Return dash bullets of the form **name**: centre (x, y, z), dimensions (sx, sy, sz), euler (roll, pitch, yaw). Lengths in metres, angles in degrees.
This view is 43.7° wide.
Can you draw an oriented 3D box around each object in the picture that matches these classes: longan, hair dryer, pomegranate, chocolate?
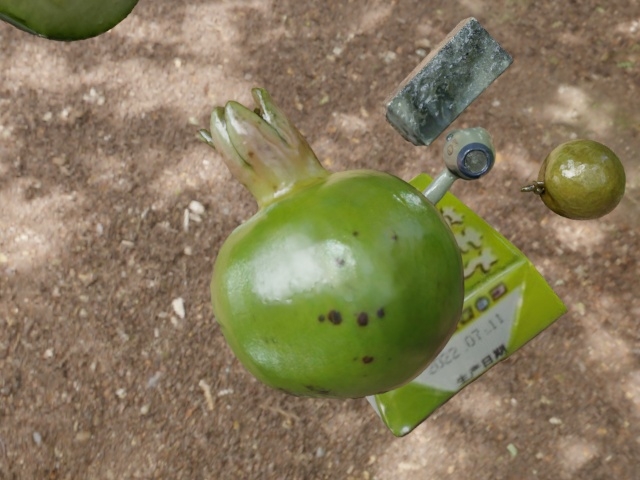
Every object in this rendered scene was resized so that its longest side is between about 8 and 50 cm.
- **longan**: centre (0.207, -0.048, 0.657), dimensions (0.083, 0.075, 0.075), euler (-10, 50, 3)
- **hair dryer**: centre (0.148, -0.074, 1.030), dimensions (0.067, 0.199, 0.167), euler (39, 27, -7)
- **pomegranate**: centre (0.000, 0.000, 0.732), dimensions (0.236, 0.236, 0.301), euler (-23, 90, -37)
- **chocolate**: centre (0.133, 0.069, 1.121), dimensions (0.289, 0.137, 0.301), euler (-35, 41, -4)

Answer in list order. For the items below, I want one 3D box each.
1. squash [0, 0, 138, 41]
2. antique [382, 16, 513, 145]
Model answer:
- **squash**: centre (-0.290, -0.334, 0.820), dimensions (0.233, 0.309, 0.210), euler (-52, 37, -8)
- **antique**: centre (0.174, -0.221, 1.139), dimensions (0.086, 0.183, 0.088), euler (44, 11, -8)
